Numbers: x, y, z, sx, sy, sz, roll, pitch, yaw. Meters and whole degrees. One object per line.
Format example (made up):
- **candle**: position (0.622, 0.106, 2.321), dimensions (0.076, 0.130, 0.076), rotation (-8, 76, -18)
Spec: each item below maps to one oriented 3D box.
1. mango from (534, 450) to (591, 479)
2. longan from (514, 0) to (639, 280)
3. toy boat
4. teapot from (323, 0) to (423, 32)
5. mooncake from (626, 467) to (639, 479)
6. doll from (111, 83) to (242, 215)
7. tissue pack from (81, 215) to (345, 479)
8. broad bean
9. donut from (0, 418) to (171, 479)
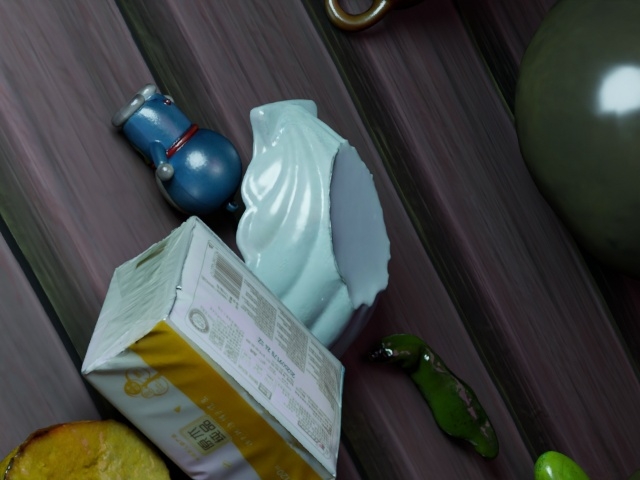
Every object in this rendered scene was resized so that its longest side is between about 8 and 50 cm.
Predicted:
- **mango**: position (0.284, 0.291, 1.823), dimensions (0.108, 0.056, 0.073), rotation (57, 41, -8)
- **longan**: position (0.416, -0.141, 1.909), dimensions (0.404, 0.336, 0.404), rotation (31, 46, -39)
- **toy boat**: position (0.000, 0.000, 1.596), dimensions (0.199, 0.100, 0.290), rotation (-18, 99, -59)
- **teapot**: position (0.096, -0.342, 1.818), dimensions (0.252, 0.178, 0.135), rotation (-43, 91, -9)
- **mooncake**: position (0.405, 0.463, 1.612), dimensions (0.262, 0.467, 0.467), rotation (-29, 95, -38)
- **doll**: position (-0.135, -0.084, 1.556), dimensions (0.152, 0.085, 0.114), rotation (45, 30, -10)
- **tissue pack**: position (-0.093, 0.122, 1.453), dimensions (0.225, 0.124, 0.185), rotation (47, 25, -21)
- **broad bean**: position (0.129, 0.163, 1.734), dimensions (0.195, 0.046, 0.061), rotation (41, 63, -18)
- **donut**: position (-0.214, 0.242, 1.368), dimensions (0.190, 0.075, 0.174), rotation (-31, 96, -49)
